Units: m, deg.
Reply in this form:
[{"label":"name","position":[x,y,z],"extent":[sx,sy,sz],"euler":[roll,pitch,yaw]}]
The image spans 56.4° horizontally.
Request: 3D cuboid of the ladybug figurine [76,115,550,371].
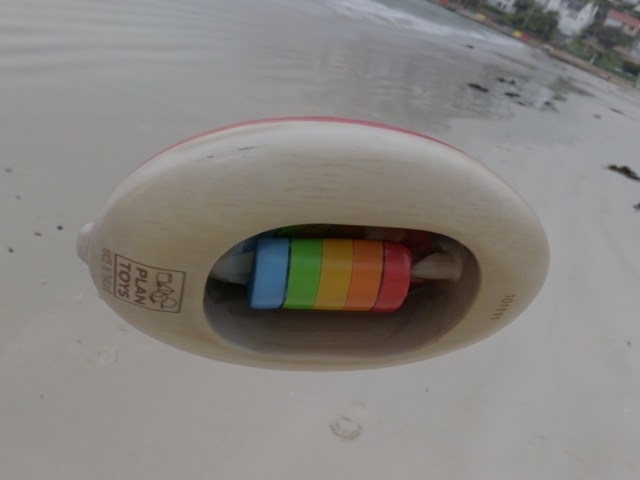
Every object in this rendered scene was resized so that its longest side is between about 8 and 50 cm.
[{"label":"ladybug figurine","position":[0.000,0.000,0.596],"extent":[0.450,0.305,0.161],"euler":[6,43,-15]}]
